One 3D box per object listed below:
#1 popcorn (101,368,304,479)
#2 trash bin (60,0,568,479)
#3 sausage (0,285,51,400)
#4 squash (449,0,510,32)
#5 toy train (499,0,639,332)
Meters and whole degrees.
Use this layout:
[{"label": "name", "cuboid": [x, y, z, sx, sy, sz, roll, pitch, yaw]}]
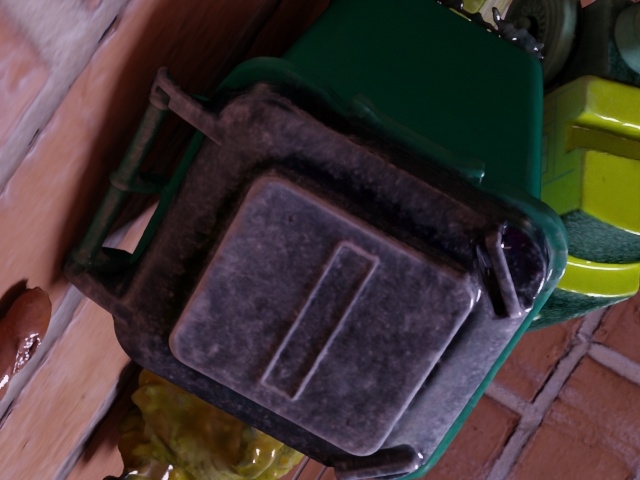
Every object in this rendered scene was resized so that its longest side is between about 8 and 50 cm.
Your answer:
[{"label": "popcorn", "cuboid": [-0.100, 0.144, 1.534, 0.195, 0.168, 0.173, -25, -159, 21]}, {"label": "trash bin", "cuboid": [0.017, -0.041, 1.292, 0.259, 0.295, 0.381, -60, -177, 29]}, {"label": "sausage", "cuboid": [-0.222, 0.096, 1.131, 0.036, 0.042, 0.158, 44, 71, -40]}, {"label": "squash", "cuboid": [0.169, -0.243, 1.959, 0.219, 0.041, 0.219, -55, 169, -17]}, {"label": "toy train", "cuboid": [0.186, -0.059, 1.573, 0.442, 0.179, 0.272, -29, -127, 60]}]
